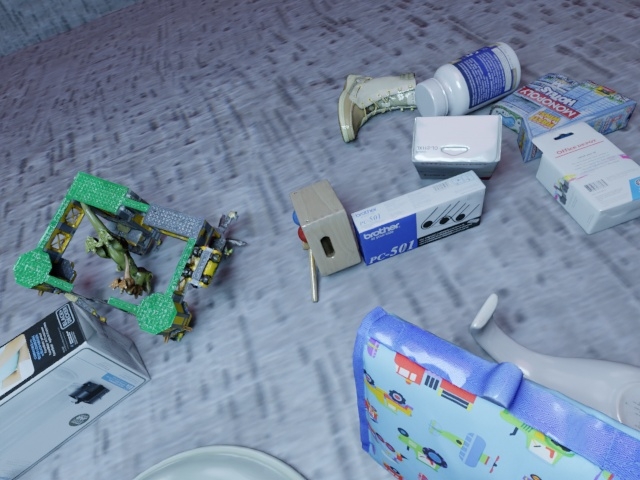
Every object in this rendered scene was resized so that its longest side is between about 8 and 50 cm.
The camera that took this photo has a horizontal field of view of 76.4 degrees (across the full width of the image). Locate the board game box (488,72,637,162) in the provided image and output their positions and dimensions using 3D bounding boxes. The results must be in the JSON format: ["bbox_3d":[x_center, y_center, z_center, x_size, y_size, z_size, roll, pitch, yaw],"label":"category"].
[{"bbox_3d":[0.431,-0.238,0.774,0.194,0.060,0.194,-30,52,-9],"label":"board game box"}]

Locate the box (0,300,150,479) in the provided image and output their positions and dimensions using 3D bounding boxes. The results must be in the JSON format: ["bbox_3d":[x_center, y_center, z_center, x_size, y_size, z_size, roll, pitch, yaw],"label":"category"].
[{"bbox_3d":[-0.424,0.236,0.581,0.290,0.169,0.087,-35,55,-14],"label":"box"}]

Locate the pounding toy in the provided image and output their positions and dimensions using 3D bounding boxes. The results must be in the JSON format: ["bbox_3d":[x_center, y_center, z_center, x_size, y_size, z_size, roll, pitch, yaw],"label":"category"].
[{"bbox_3d":[0.000,0.000,0.679,0.100,0.141,0.130,-21,37,-1],"label":"pounding toy"}]

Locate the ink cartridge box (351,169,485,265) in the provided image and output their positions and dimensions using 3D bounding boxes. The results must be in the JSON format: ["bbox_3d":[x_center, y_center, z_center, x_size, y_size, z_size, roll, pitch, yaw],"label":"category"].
[{"bbox_3d":[0.160,-0.034,0.669,0.207,0.097,0.046,-19,52,0],"label":"ink cartridge box"}]

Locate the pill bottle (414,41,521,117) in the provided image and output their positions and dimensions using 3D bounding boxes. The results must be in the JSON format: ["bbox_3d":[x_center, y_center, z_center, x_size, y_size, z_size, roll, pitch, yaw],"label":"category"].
[{"bbox_3d":[0.297,-0.319,0.838,0.187,0.112,0.112,-25,51,-5],"label":"pill bottle"}]

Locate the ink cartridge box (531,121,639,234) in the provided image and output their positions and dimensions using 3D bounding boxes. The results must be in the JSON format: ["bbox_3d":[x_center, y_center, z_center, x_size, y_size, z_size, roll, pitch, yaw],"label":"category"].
[{"bbox_3d":[0.439,-0.108,0.671,0.105,0.061,0.181,-19,52,0],"label":"ink cartridge box"}]

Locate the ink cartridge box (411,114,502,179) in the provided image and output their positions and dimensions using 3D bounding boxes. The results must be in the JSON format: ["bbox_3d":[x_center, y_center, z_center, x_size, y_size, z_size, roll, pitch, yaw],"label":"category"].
[{"bbox_3d":[0.228,-0.150,0.685,0.128,0.175,0.072,4,90,18],"label":"ink cartridge box"}]

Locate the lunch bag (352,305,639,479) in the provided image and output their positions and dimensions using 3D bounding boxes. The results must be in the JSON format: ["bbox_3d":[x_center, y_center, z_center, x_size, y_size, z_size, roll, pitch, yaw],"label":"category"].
[{"bbox_3d":[0.145,0.181,0.383,0.221,0.293,0.138,26,64,30],"label":"lunch bag"}]

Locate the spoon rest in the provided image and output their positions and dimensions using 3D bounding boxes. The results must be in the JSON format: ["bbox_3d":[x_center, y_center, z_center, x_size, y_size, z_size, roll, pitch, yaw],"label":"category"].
[{"bbox_3d":[0.311,0.174,0.495,0.277,0.084,0.137,36,70,19],"label":"spoon rest"}]

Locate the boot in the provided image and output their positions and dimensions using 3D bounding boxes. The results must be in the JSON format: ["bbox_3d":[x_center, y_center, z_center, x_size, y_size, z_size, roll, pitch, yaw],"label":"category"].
[{"bbox_3d":[0.129,-0.299,0.894,0.165,0.077,0.213,2,52,15],"label":"boot"}]

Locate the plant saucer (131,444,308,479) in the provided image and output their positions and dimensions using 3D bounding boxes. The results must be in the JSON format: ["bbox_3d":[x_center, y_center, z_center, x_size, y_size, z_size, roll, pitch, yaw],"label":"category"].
[{"bbox_3d":[-0.147,0.417,0.409,0.402,0.100,0.400,-7,52,9],"label":"plant saucer"}]

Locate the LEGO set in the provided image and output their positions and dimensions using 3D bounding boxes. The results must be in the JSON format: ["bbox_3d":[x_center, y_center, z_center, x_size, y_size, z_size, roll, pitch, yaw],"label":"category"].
[{"bbox_3d":[-0.316,0.036,0.725,0.332,0.192,0.254,10,75,6],"label":"LEGO set"}]
